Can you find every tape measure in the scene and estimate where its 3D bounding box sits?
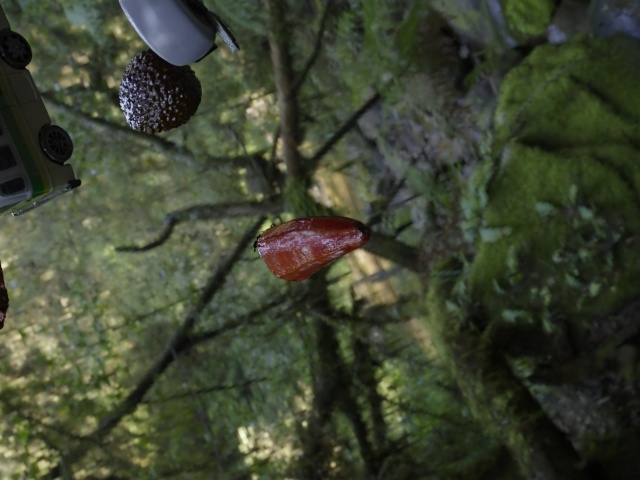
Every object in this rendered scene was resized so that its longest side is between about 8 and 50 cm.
[{"bbox_3d":[-0.229,-0.362,1.513,0.178,0.105,0.196,63,-166,20],"label":"tape measure"}]

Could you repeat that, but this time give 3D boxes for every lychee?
[{"bbox_3d":[-0.350,-0.313,2.071,0.188,0.188,0.188,157,90,-79],"label":"lychee"}]

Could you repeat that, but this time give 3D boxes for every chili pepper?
[{"bbox_3d":[0.002,0.004,1.198,0.088,0.065,0.168,39,147,-27],"label":"chili pepper"}]

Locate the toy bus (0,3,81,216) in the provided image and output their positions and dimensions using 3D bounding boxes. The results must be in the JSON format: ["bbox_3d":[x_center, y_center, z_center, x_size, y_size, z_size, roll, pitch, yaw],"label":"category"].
[{"bbox_3d":[-0.480,-0.178,1.322,0.143,0.179,0.306,-19,95,35],"label":"toy bus"}]

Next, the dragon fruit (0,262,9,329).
[{"bbox_3d":[-0.662,0.091,1.890,0.122,0.092,0.192,120,135,-64],"label":"dragon fruit"}]
